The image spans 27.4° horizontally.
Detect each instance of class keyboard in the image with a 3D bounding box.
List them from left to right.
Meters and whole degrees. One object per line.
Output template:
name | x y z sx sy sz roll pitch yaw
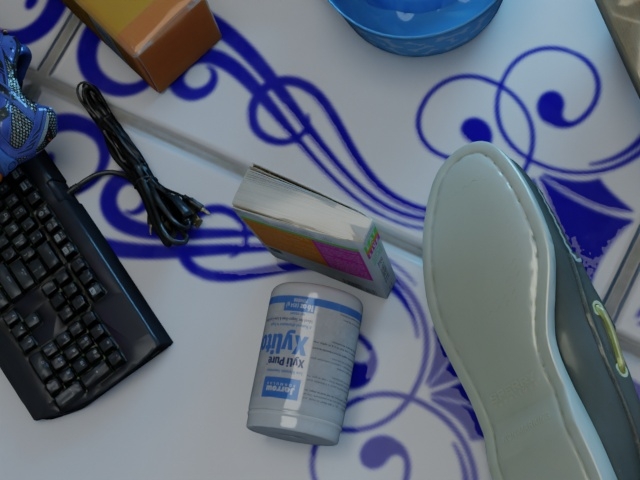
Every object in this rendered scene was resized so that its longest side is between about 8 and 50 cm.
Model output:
keyboard | -0.218 -0.030 1.041 0.201 0.033 0.317 -36 72 -3

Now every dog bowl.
dog bowl | 0.039 -0.270 1.051 0.166 0.074 0.297 -37 71 -3

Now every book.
book | 0.000 0.000 0.935 0.096 0.144 0.035 22 77 14

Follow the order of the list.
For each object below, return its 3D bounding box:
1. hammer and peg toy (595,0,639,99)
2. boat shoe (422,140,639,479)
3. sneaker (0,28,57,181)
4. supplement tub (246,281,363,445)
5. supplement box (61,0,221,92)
hammer and peg toy | 0.360 -0.092 0.913 0.266 0.127 0.361 -19 71 3
boat shoe | 0.154 0.075 0.916 0.109 0.091 0.305 -32 63 38
sneaker | -0.276 -0.143 1.039 0.087 0.083 0.221 -23 73 -16
supplement tub | -0.011 0.089 0.948 0.071 0.071 0.107 7 73 11
supplement box | -0.188 -0.229 1.074 0.078 0.080 0.233 -43 73 -6
